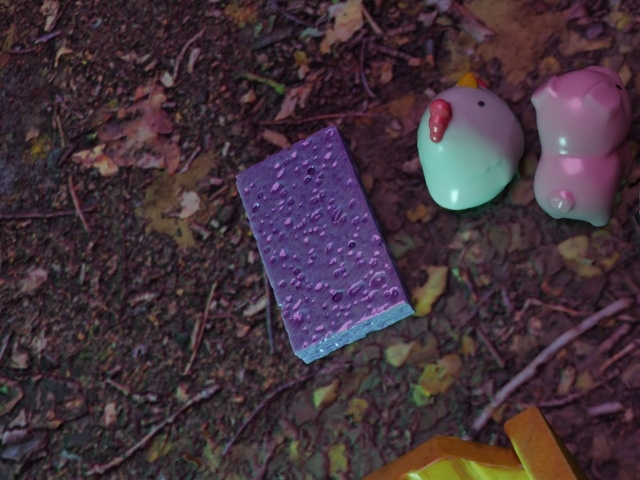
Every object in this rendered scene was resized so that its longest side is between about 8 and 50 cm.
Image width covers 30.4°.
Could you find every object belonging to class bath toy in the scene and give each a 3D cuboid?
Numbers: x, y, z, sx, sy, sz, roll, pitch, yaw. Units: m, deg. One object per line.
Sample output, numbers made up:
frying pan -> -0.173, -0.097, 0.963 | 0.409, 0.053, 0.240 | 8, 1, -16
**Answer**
bath toy -> 0.235, -0.083, 0.986 | 0.348, 0.129, 0.151 | 9, 74, 29

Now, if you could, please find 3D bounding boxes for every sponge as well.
sponge -> 0.000, 0.000, 1.118 | 0.117, 0.031, 0.210 | -27, 60, 13

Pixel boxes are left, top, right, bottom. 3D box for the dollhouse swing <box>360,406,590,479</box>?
dollhouse swing -> 0.093, 0.368, 0.759 | 0.347, 0.315, 0.305 | -32, 26, 10
